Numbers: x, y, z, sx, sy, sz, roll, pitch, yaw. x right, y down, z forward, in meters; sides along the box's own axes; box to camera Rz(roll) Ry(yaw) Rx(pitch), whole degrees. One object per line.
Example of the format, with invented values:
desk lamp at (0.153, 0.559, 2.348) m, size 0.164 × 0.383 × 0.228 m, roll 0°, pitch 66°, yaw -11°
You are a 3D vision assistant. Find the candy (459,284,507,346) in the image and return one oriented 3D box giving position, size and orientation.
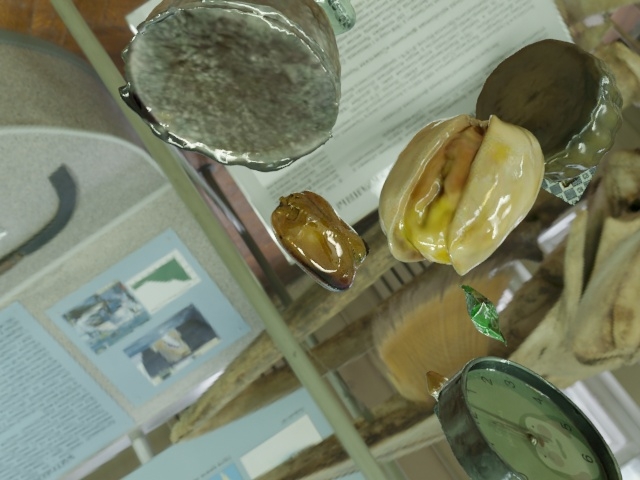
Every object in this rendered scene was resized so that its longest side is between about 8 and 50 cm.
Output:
candy at (0.504, 0.231, 2.057) m, size 0.078 × 0.203 × 0.141 m, roll -34°, pitch -161°, yaw 29°

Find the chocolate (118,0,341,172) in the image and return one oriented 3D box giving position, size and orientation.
chocolate at (-0.106, -0.270, 0.931) m, size 0.303 × 0.213 × 0.303 m, roll 6°, pitch 144°, yaw 4°

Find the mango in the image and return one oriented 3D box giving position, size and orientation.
mango at (0.000, 0.000, 1.583) m, size 0.152 × 0.201 × 0.287 m, roll -41°, pitch 116°, yaw 7°

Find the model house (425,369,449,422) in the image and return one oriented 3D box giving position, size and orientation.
model house at (0.405, 0.428, 1.700) m, size 0.190 × 0.301 × 0.271 m, roll -47°, pitch 170°, yaw 19°

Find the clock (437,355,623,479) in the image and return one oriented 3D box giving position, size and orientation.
clock at (0.338, 0.321, 1.068) m, size 0.319 × 0.319 × 0.066 m, roll -10°, pitch 138°, yaw -51°

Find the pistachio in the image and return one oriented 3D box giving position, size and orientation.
pistachio at (0.226, -0.082, 1.040) m, size 0.309 × 0.230 × 0.230 m, roll -53°, pitch 173°, yaw -33°

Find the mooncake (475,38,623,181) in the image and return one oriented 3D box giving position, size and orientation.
mooncake at (0.486, -0.268, 1.398) m, size 0.161 × 0.290 × 0.290 m, roll 14°, pitch 130°, yaw -44°

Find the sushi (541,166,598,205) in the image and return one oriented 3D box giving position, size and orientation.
sushi at (0.626, -0.170, 1.693) m, size 0.026 × 0.126 × 0.120 m, roll -24°, pitch 142°, yaw -59°

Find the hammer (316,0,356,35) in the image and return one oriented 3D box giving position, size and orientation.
hammer at (0.069, -0.483, 1.249) m, size 0.194 × 0.069 × 0.116 m, roll -38°, pitch 136°, yaw 7°
